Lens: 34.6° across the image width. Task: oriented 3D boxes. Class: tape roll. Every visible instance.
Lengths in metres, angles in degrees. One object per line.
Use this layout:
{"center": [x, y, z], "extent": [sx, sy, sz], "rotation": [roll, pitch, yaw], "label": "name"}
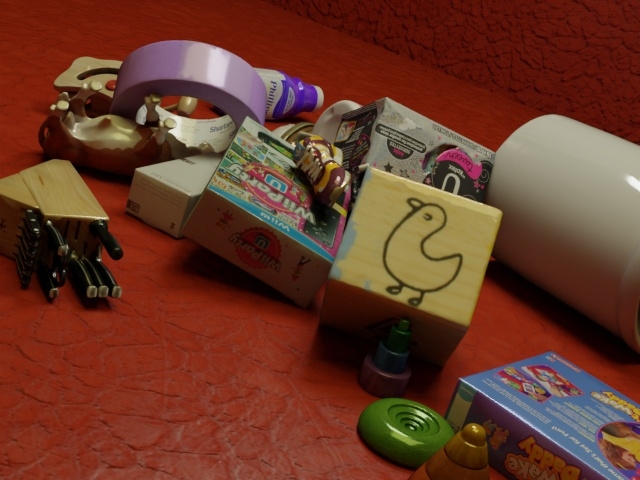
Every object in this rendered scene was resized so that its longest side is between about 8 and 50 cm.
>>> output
{"center": [-0.236, -0.238, 1.853], "extent": [0.275, 0.275, 0.090], "rotation": [13, 59, -12], "label": "tape roll"}

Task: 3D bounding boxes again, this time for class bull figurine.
{"center": [-0.333, -0.176, 1.788], "extent": [0.310, 0.188, 0.101], "rotation": [5, 54, -12], "label": "bull figurine"}

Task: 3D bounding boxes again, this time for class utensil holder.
{"center": [0.513, -0.019, 1.832], "extent": [0.327, 0.327, 0.385], "rotation": [-1, 24, -40], "label": "utensil holder"}

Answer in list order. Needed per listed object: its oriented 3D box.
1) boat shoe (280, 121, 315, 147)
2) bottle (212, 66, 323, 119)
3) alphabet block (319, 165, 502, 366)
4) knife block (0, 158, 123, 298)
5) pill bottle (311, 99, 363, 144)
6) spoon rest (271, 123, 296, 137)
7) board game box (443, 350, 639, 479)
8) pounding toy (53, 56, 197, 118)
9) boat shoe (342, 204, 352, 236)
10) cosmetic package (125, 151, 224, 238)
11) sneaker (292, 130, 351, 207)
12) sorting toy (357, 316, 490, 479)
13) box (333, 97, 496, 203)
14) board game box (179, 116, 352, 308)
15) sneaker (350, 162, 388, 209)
{"center": [0.018, -0.179, 2.130], "extent": [0.104, 0.110, 0.307], "rotation": [27, 22, 26], "label": "boat shoe"}
{"center": [-0.120, -0.346, 2.442], "extent": [0.283, 0.118, 0.092], "rotation": [0, 26, -40], "label": "bottle"}
{"center": [0.122, 0.041, 1.444], "extent": [0.197, 0.192, 0.193], "rotation": [18, -21, 4], "label": "alphabet block"}
{"center": [-0.344, -0.012, 1.443], "extent": [0.242, 0.088, 0.276], "rotation": [22, 20, 10], "label": "knife block"}
{"center": [0.129, -0.159, 2.050], "extent": [0.283, 0.160, 0.160], "rotation": [20, 16, -35], "label": "pill bottle"}
{"center": [-0.091, -0.213, 2.208], "extent": [0.137, 0.084, 0.276], "rotation": [34, 13, 35], "label": "spoon rest"}
{"center": [0.357, 0.273, 1.286], "extent": [0.233, 0.078, 0.347], "rotation": [-6, 30, -47], "label": "board game box"}
{"center": [-0.389, -0.253, 2.057], "extent": [0.269, 0.155, 0.154], "rotation": [7, 49, -1], "label": "pounding toy"}
{"center": [0.068, -0.053, 1.911], "extent": [0.075, 0.065, 0.206], "rotation": [24, 21, 17], "label": "boat shoe"}
{"center": [-0.209, -0.081, 1.736], "extent": [0.117, 0.085, 0.231], "rotation": [26, 21, 20], "label": "cosmetic package"}
{"center": [-0.007, -0.116, 1.632], "extent": [0.084, 0.069, 0.185], "rotation": [30, 17, -18], "label": "sneaker"}
{"center": [0.127, 0.201, 1.219], "extent": [0.127, 0.126, 0.365], "rotation": [11, 22, -16], "label": "sorting toy"}
{"center": [0.160, -0.130, 1.839], "extent": [0.247, 0.142, 0.163], "rotation": [22, -15, -24], "label": "box"}
{"center": [-0.073, -0.052, 1.628], "extent": [0.224, 0.097, 0.303], "rotation": [31, 27, -8], "label": "board game box"}
{"center": [0.102, -0.024, 1.651], "extent": [0.094, 0.153, 0.235], "rotation": [-13, 57, 5], "label": "sneaker"}
